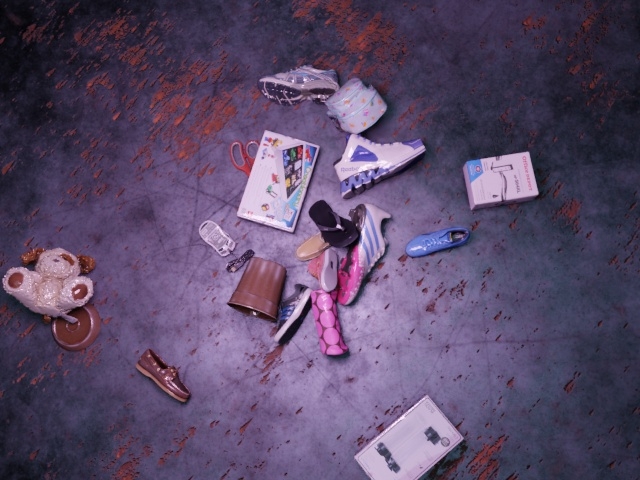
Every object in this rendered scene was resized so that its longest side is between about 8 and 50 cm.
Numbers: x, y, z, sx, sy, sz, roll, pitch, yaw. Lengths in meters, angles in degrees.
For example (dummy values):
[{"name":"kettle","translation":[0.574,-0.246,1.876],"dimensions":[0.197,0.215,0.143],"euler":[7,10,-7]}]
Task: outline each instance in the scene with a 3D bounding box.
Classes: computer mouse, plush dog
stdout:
[{"name":"computer mouse","translation":[-0.318,0.011,1.977],"dimensions":[0.106,0.042,0.193],"euler":[-44,85,0]},{"name":"plush dog","translation":[-0.855,0.127,1.936],"dimensions":[0.262,0.211,0.226],"euler":[11,52,-13]}]

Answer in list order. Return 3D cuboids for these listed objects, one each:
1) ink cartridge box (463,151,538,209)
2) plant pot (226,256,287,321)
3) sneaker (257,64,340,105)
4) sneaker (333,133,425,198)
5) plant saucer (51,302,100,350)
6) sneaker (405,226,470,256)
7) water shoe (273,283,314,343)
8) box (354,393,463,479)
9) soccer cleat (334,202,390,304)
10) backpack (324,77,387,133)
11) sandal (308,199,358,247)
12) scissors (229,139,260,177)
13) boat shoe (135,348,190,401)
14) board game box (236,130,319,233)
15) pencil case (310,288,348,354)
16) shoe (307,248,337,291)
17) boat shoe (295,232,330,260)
[{"name":"ink cartridge box","translation":[0.575,-0.191,1.925],"dimensions":[0.203,0.086,0.148],"euler":[-10,79,3]},{"name":"plant pot","translation":[-0.189,0.150,1.889],"dimensions":[0.166,0.167,0.165],"euler":[16,73,7]},{"name":"sneaker","translation":[-0.072,-0.535,2.042],"dimensions":[0.282,0.110,0.122],"euler":[5,62,3]},{"name":"sneaker","translation":[0.173,-0.284,1.950],"dimensions":[0.315,0.127,0.182],"euler":[-27,81,1]},{"name":"plant saucer","translation":[-0.808,0.278,1.968],"dimensions":[0.168,0.029,0.169],"euler":[-1,80,5]},{"name":"sneaker","translation":[0.371,0.000,1.908],"dimensions":[0.209,0.082,0.069],"euler":[-15,81,3]},{"name":"water shoe","translation":[-0.097,0.232,1.914],"dimensions":[0.080,0.073,0.203],"euler":[29,76,27]},{"name":"box","translation":[0.261,0.617,1.799],"dimensions":[0.290,0.087,0.169],"euler":[-41,80,-4]},{"name":"soccer cleat","translation":[0.143,0.049,1.901],"dimensions":[0.143,0.116,0.332],"euler":[12,91,-23]},{"name":"backpack","translation":[0.115,-0.431,1.933],"dimensions":[0.166,0.144,0.188],"euler":[-41,35,-4]},{"name":"sandal","translation":[0.026,-0.056,1.882],"dimensions":[0.097,0.054,0.254],"euler":[-46,41,-3]},{"name":"scissors","translation":[-0.228,-0.203,2.021],"dimensions":[0.108,0.021,0.297],"euler":[-14,81,-4]},{"name":"boat shoe","translation":[-0.489,0.424,1.895],"dimensions":[0.207,0.073,0.073],"euler":[35,86,9]},{"name":"board game box","translation":[-0.137,-0.193,1.983],"dimensions":[0.192,0.053,0.306],"euler":[17,79,2]},{"name":"pencil case","translation":[0.029,0.251,1.871],"dimensions":[0.095,0.098,0.210],"euler":[-13,85,46]},{"name":"shoe","translation":[0.004,0.105,1.880],"dimensions":[0.081,0.178,0.063],"euler":[-31,121,27]},{"name":"boat shoe","translation":[0.000,0.000,1.938],"dimensions":[0.190,0.072,0.068],"euler":[-33,79,-2]}]
